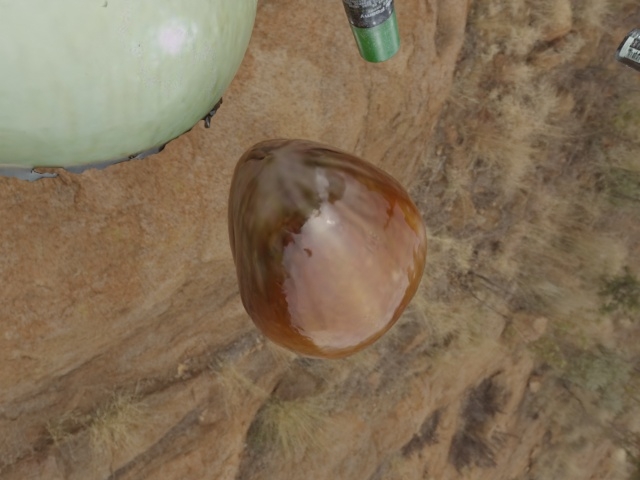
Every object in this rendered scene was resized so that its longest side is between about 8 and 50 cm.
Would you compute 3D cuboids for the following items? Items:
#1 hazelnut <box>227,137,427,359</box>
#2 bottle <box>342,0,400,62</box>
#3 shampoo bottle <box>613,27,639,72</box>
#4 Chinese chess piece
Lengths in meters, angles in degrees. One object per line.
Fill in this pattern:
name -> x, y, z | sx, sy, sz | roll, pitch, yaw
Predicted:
hazelnut -> 0.000, 0.000, 0.828 | 0.315, 0.372, 0.372 | -37, 129, -6
bottle -> 0.075, -0.462, 0.932 | 0.093, 0.093, 0.330 | -46, 150, -8
shampoo bottle -> 0.574, -0.267, 0.827 | 0.063, 0.208, 0.057 | -38, 150, -25
Chinese chess piece -> -0.222, -0.204, 0.391 | 0.349, 0.349, 0.146 | -10, 144, -32
